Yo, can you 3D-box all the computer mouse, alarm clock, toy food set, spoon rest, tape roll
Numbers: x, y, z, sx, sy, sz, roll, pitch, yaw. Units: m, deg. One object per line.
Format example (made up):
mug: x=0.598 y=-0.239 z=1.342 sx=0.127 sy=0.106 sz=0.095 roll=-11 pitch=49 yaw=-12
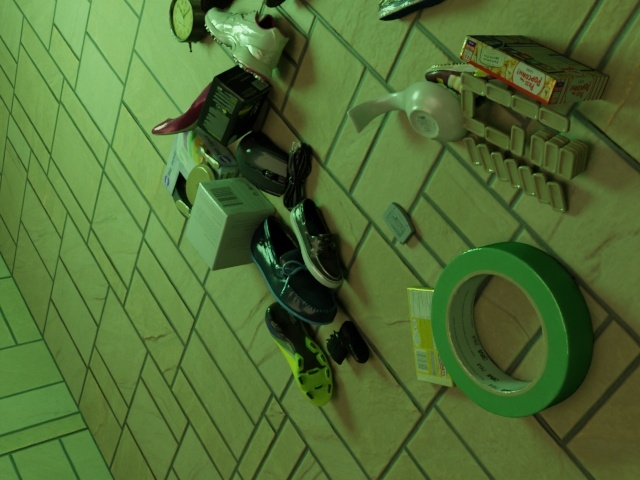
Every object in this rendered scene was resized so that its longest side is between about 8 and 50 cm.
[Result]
computer mouse: x=-0.137 y=-0.190 z=2.065 sx=0.272 sy=0.072 sz=0.188 roll=34 pitch=125 yaw=42
alarm clock: x=-0.350 y=-0.617 z=2.228 sx=0.129 sy=0.064 sz=0.192 roll=46 pitch=134 yaw=35
toy food set: x=-0.318 y=-0.147 z=2.230 sx=0.132 sy=0.039 sz=0.192 roll=42 pitch=117 yaw=36
spoon rest: x=0.178 y=-0.255 z=1.634 sx=0.276 sy=0.084 sz=0.137 roll=10 pitch=139 yaw=46
tape roll: x=0.347 y=0.164 z=1.541 sx=0.321 sy=0.077 sz=0.321 roll=18 pitch=113 yaw=49

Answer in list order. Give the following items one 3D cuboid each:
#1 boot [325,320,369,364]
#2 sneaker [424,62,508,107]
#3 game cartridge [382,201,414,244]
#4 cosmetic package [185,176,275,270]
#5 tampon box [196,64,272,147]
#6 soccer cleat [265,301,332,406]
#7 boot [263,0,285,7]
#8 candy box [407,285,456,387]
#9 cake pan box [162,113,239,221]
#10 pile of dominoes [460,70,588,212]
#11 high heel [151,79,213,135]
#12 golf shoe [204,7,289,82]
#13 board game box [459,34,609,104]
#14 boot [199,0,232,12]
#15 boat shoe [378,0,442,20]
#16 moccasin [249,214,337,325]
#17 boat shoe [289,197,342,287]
boot: x=0.062 y=0.259 z=1.953 sx=0.099 sy=0.045 sz=0.121 roll=-56 pitch=49 yaw=40
sneaker: x=0.265 y=-0.286 z=1.532 sx=0.185 sy=0.070 sz=0.083 roll=10 pitch=107 yaw=52
game cartridge: x=0.167 y=-0.038 z=1.765 sx=0.083 sy=0.017 sz=0.056 roll=58 pitch=141 yaw=24
cosmetic package: x=-0.238 y=-0.045 z=2.165 sx=0.151 sy=0.151 sz=0.183 roll=49 pitch=133 yaw=33
tampon box: x=-0.217 y=-0.337 z=2.065 sx=0.101 sy=0.120 sz=0.161 roll=39 pitch=133 yaw=9
soccer cleat: x=-0.050 y=0.284 z=2.090 sx=0.289 sy=0.093 sz=0.121 roll=61 pitch=170 yaw=15
boot: x=-0.127 y=-0.672 z=1.922 sx=0.208 sy=0.076 sz=0.189 roll=46 pitch=118 yaw=25
candy box: x=0.235 y=0.199 z=1.731 sx=0.105 sy=0.027 sz=0.205 roll=2 pitch=101 yaw=49
cake pan box: x=-0.342 y=-0.184 z=2.332 sx=0.245 sy=0.070 sz=0.266 roll=54 pitch=136 yaw=31
pile of dominoes: x=0.352 y=-0.179 z=1.457 sx=0.251 sy=0.040 sz=0.196 roll=36 pitch=148 yaw=38
high heel: x=-0.351 y=-0.355 z=2.208 sx=0.244 sy=0.082 sz=0.117 roll=-13 pitch=97 yaw=19
golf shoe: x=-0.177 y=-0.509 z=2.025 sx=0.140 sy=0.115 sz=0.306 roll=-52 pitch=51 yaw=14
board game box: x=0.350 y=-0.285 z=1.360 sx=0.193 sy=0.147 sz=0.045 roll=41 pitch=129 yaw=39
boot: x=-0.249 y=-0.675 z=2.098 sx=0.219 sy=0.082 sz=0.106 roll=-39 pitch=47 yaw=54
boat shoe: x=0.172 y=-0.478 z=1.600 sx=0.183 sy=0.066 sz=0.066 roll=-3 pitch=95 yaw=52
moccasin: x=-0.074 y=0.065 z=2.002 sx=0.342 sy=0.138 sz=0.116 roll=45 pitch=127 yaw=34
boat shoe: x=0.000 y=0.000 z=1.944 sx=0.076 sy=0.080 sz=0.228 roll=-52 pitch=52 yaw=46
